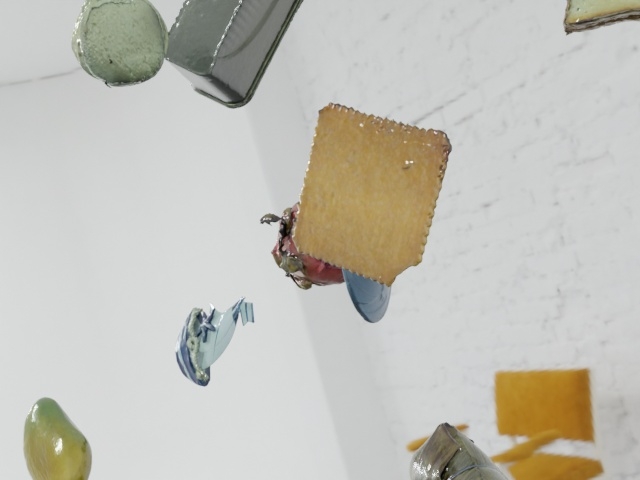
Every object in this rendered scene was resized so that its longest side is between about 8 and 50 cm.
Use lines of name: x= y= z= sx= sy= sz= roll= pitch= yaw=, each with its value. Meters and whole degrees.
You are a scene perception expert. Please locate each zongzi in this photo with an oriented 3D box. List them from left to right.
zongzi: x=0.280 y=0.452 z=1.255 sx=0.138 sy=0.286 sz=0.300 roll=-43 pitch=15 yaw=-5

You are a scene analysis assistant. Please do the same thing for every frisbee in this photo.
frisbee: x=0.118 y=0.041 z=1.826 sx=0.049 sy=0.290 sz=0.289 roll=-9 pitch=-1 yaw=23

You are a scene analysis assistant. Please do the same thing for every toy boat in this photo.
toy boat: x=-0.280 y=0.227 z=2.093 sx=0.070 sy=0.210 sz=0.292 roll=17 pitch=-65 yaw=-42

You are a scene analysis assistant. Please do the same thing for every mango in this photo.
mango: x=-0.541 y=0.425 z=1.653 sx=0.237 sy=0.137 sz=0.091 roll=34 pitch=1 yaw=43

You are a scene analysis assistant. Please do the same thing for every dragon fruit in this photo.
dragon fruit: x=0.000 y=0.000 z=2.029 sx=0.269 sy=0.250 sz=0.291 roll=-29 pitch=7 yaw=-16

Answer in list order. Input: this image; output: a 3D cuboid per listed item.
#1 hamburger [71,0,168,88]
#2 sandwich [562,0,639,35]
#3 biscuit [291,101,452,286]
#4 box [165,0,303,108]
hamburger: x=-0.277 y=-0.280 z=1.143 sx=0.140 sy=0.133 sz=0.062 roll=6 pitch=14 yaw=-36
sandwich: x=0.649 y=-0.612 z=1.748 sx=0.271 sy=0.301 sz=0.099 roll=-3 pitch=-5 yaw=11
biscuit: x=0.066 y=-0.065 z=1.185 sx=0.232 sy=0.237 sz=0.013 roll=21 pitch=15 yaw=32
box: x=-0.142 y=-0.371 z=1.357 sx=0.138 sy=0.274 sz=0.178 roll=26 pitch=2 yaw=13
